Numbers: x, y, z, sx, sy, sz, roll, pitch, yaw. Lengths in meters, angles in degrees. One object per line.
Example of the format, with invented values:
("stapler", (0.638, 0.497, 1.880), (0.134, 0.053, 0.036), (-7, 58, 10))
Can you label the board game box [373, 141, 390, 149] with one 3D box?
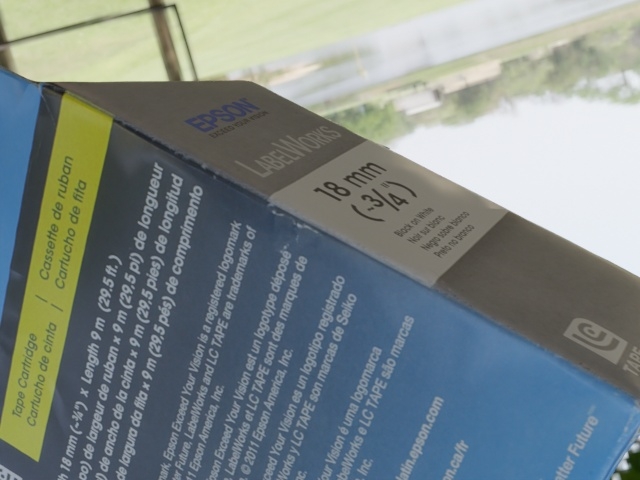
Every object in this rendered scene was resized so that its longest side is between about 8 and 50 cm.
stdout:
("board game box", (0.048, -0.057, 1.114), (0.020, 0.090, 0.090), (20, -174, 1))

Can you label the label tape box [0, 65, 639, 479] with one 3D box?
("label tape box", (-0.041, 0.061, 0.499), (0.334, 0.240, 0.106), (29, -149, 15))
